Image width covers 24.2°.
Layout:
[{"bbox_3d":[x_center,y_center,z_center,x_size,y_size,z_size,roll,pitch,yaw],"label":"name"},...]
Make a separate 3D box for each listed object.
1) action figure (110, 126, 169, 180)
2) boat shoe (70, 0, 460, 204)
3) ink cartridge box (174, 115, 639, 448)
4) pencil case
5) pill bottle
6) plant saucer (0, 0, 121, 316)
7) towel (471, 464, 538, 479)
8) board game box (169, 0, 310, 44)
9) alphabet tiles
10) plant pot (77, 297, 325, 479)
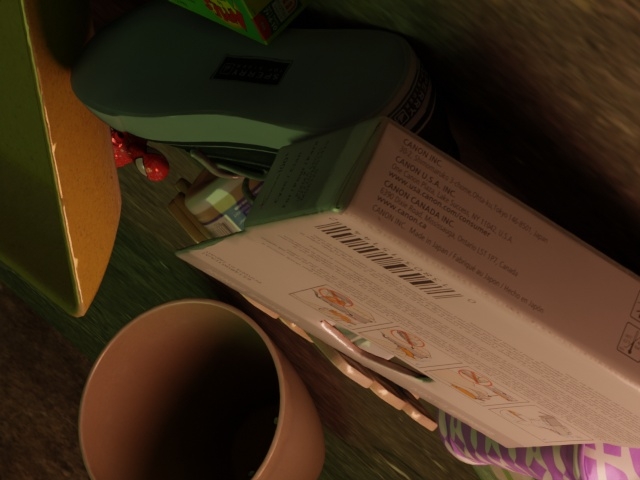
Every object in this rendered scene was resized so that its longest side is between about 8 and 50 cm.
[{"bbox_3d":[-0.243,-0.154,1.320,0.280,0.091,0.139,41,173,7],"label":"action figure"},{"bbox_3d":[-0.039,-0.088,0.984,0.306,0.113,0.105,8,148,38],"label":"boat shoe"},{"bbox_3d":[0.085,0.041,0.923,0.296,0.066,0.261,31,163,-19],"label":"ink cartridge box"},{"bbox_3d":[0.169,0.148,1.123,0.088,0.086,0.206,61,160,-15],"label":"pencil case"},{"bbox_3d":[0.000,0.000,1.105,0.186,0.112,0.112,47,164,-13],"label":"pill bottle"},{"bbox_3d":[-0.265,-0.150,1.172,0.333,0.081,0.332,31,137,43],"label":"plant saucer"},{"bbox_3d":[0.275,0.291,1.337,0.325,0.038,0.248,23,154,53],"label":"towel"},{"bbox_3d":[-0.095,-0.196,0.955,0.181,0.043,0.092,29,160,40],"label":"board game box"},{"bbox_3d":[-0.017,0.056,1.278,0.278,0.021,0.284,47,-174,39],"label":"alphabet tiles"},{"bbox_3d":[-0.105,0.225,1.757,0.256,0.256,0.274,34,178,29],"label":"plant pot"}]
